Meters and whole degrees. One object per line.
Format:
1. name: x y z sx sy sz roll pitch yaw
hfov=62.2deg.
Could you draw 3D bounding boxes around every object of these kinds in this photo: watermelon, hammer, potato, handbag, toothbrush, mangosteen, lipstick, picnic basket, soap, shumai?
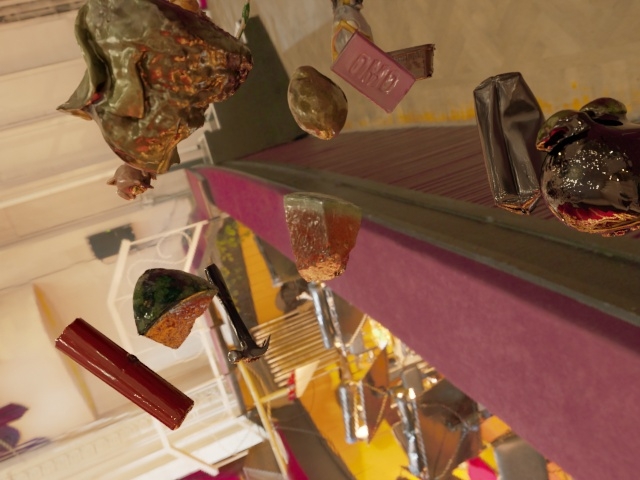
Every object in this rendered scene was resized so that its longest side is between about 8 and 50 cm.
1. watermelon: 0.000 0.000 1.453 0.140 0.192 0.257 -19 -64 -66
2. hammer: -0.220 0.175 1.329 0.037 0.137 0.290 -47 59 26
3. potato: -0.009 -0.397 1.520 0.235 0.160 0.178 64 -171 19
4. handbag: 0.510 -0.231 1.352 0.288 0.152 0.343 -1 -98 -61
5. toothbrush: -0.223 -0.658 1.549 0.304 0.030 0.030 -67 28 9
6. mangosteen: 0.477 -0.122 0.895 0.243 0.242 0.243 160 90 -74
7. lipstick: -0.364 0.252 0.996 0.279 0.073 0.073 35 159 2
8. picnic basket: 0.329 -0.708 2.175 0.222 0.296 0.129 -44 -54 -66
9. soap: 0.138 -0.441 1.393 0.203 0.122 0.065 33 -161 -11
10. shumai: -0.347 -0.322 1.123 0.395 0.395 0.348 35 107 63
11. watermelon: -0.332 0.169 1.209 0.202 0.136 0.207 63 -155 -27

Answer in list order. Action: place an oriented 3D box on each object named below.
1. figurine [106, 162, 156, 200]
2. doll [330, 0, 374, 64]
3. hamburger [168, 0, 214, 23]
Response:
1. figurine: -0.634 -0.204 1.790 0.125 0.138 0.125 -24 -90 -87
2. doll: 0.096 -0.688 1.677 0.103 0.145 0.317 -68 -27 -75
3. hamburger: -0.397 -0.556 1.478 0.163 0.244 0.244 50 -177 -45
